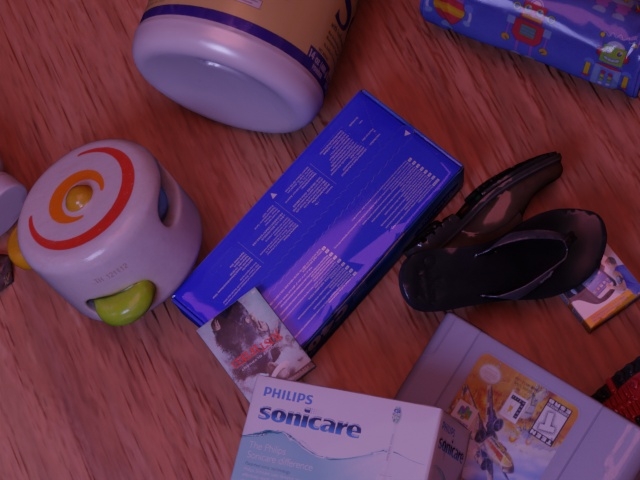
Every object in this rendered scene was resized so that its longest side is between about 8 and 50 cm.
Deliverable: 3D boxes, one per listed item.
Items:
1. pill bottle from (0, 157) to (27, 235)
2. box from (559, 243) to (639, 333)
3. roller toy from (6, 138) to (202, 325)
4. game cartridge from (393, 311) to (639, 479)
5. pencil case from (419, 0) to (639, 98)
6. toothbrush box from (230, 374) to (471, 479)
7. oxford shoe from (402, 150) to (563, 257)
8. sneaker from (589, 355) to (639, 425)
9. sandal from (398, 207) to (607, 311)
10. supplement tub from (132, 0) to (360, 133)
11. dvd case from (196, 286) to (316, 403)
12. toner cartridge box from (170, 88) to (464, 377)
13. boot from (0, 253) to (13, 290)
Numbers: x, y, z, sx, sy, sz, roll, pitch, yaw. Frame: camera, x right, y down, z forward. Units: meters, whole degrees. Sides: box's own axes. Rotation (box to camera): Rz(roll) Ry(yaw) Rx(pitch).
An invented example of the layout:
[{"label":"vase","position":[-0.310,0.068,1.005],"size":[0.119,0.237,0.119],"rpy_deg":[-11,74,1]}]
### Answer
[{"label":"pill bottle","position":[-0.459,-0.084,1.737],"size":[0.186,0.112,0.112],"rpy_deg":[35,78,15]},{"label":"box","position":[0.310,0.033,1.667],"size":[0.081,0.028,0.136],"rpy_deg":[-34,73,-6]},{"label":"roller toy","position":[-0.251,-0.017,1.647],"size":[0.209,0.146,0.191],"rpy_deg":[22,70,40]},{"label":"game cartridge","position":[0.198,0.225,1.528],"size":[0.297,0.062,0.198],"rpy_deg":[31,85,39]},{"label":"pencil case","position":[0.275,-0.280,1.729],"size":[0.306,0.119,0.133],"rpy_deg":[24,32,13]},{"label":"toothbrush box","position":[0.014,0.309,1.479],"size":[0.216,0.126,0.295],"rpy_deg":[7,75,23]},{"label":"oxford shoe","position":[0.211,-0.021,1.678],"size":[0.227,0.083,0.096],"rpy_deg":[-39,94,-9]},{"label":"sneaker","position":[0.319,0.228,1.558],"size":[0.262,0.125,0.104],"rpy_deg":[-31,47,22]},{"label":"sandal","position":[0.217,0.030,1.607],"size":[0.254,0.054,0.097],"rpy_deg":[-17,89,-12]},{"label":"supplement tub","position":[-0.066,-0.323,1.711],"size":[0.241,0.241,0.331],"rpy_deg":[17,74,11]},{"label":"dvd case","position":[-0.074,0.123,1.603],"size":[0.087,0.013,0.119],"rpy_deg":[-36,73,-6]},{"label":"toner cartridge box","position":[0.000,0.000,1.683],"size":[0.165,0.075,0.348],"rpy_deg":[40,80,15]},{"label":"boot","position":[-0.442,0.057,1.731],"size":[0.114,0.037,0.106],"rpy_deg":[14,75,5]}]
